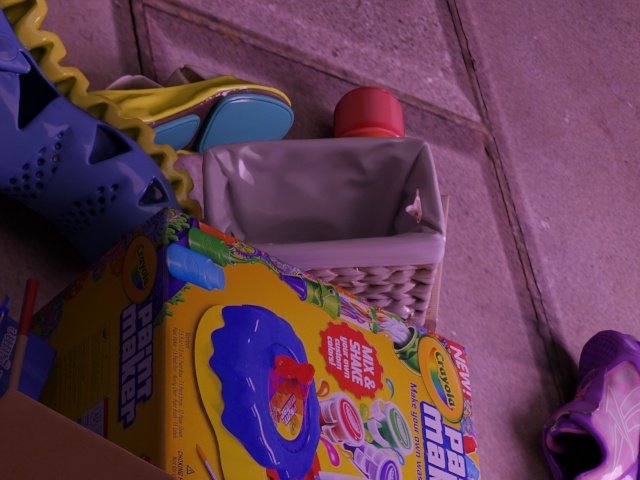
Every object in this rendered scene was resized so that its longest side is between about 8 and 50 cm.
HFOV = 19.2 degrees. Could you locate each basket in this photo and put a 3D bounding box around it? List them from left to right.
[{"bbox_3d":[0.000,0.000,1.368,0.167,0.103,0.113,-3,46,-4],"label":"basket"}]

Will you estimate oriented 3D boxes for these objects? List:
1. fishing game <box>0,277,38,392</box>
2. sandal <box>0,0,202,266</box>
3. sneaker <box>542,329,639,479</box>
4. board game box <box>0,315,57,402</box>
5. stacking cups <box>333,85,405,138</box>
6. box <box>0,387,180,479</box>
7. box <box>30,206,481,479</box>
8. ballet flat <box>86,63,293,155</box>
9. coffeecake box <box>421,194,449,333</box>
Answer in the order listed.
[{"bbox_3d":[-0.286,0.033,1.134,0.264,0.041,0.189,32,46,-35],"label":"fishing game"},{"bbox_3d":[-0.213,-0.069,1.362,0.317,0.126,0.138,49,45,5],"label":"sandal"},{"bbox_3d":[0.247,0.166,1.689,0.104,0.095,0.236,27,43,-20],"label":"sneaker"},{"bbox_3d":[-0.334,0.100,1.108,0.318,0.066,0.319,37,38,-20],"label":"board game box"},{"bbox_3d":[0.037,-0.006,1.610,0.096,0.096,0.316,28,38,-30],"label":"stacking cups"},{"bbox_3d":[-0.161,0.190,1.041,0.164,0.021,0.201,27,54,13],"label":"box"},{"bbox_3d":[-0.046,0.181,1.268,0.279,0.177,0.290,26,43,-33],"label":"box"},{"bbox_3d":[-0.114,-0.107,1.539,0.077,0.077,0.231,46,34,21],"label":"ballet flat"},{"bbox_3d":[0.001,0.025,1.467,0.185,0.068,0.142,6,44,3],"label":"coffeecake box"}]
